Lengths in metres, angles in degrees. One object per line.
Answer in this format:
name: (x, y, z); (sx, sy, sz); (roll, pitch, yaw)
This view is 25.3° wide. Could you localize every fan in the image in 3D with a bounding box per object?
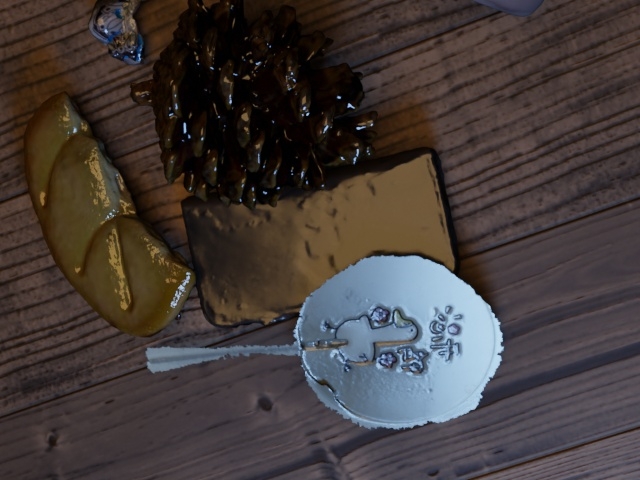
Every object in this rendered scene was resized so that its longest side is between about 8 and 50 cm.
fan: (0.002, 0.120, 1.639); (0.414, 0.012, 0.233); (-2, 115, 5)

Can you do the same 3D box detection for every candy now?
candy: (-0.189, -0.311, 1.643); (0.094, 0.051, 0.226); (28, 104, -5)

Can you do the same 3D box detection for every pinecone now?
pinecone: (-0.075, -0.149, 1.555); (0.257, 0.243, 0.243); (9, 102, -32)

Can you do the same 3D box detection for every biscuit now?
biscuit: (-0.266, -0.019, 1.680); (0.154, 0.045, 0.299); (-40, 82, 29)

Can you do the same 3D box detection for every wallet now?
wallet: (0.000, 0.000, 1.636); (0.309, 0.042, 0.165); (-12, 94, 12)

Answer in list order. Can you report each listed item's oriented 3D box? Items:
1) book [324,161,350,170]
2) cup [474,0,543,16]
book: (-0.023, -0.020, 1.667); (0.172, 0.012, 0.118); (-27, 91, 13)
cup: (0.163, -0.368, 1.510); (0.253, 0.191, 0.200); (33, 108, 35)
